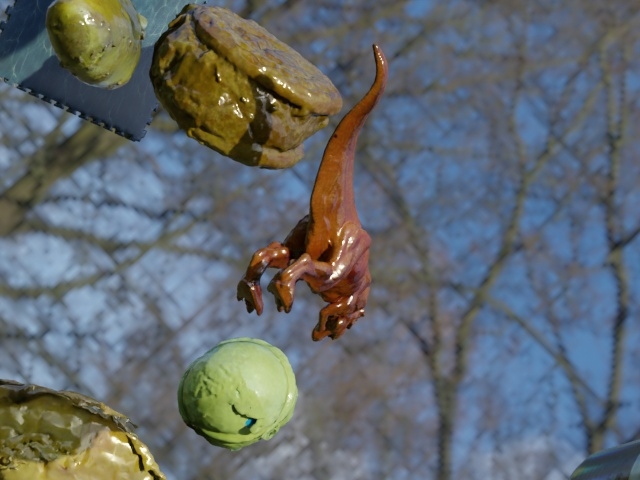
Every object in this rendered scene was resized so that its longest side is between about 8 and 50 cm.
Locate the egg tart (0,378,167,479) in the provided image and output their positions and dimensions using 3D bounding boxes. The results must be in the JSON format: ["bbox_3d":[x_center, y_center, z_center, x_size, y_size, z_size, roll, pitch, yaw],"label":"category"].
[{"bbox_3d":[-0.270,0.267,1.665,0.297,0.297,0.132,51,24,-13],"label":"egg tart"}]

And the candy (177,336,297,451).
[{"bbox_3d":[-0.072,0.155,1.556,0.092,0.093,0.335,27,-16,4],"label":"candy"}]

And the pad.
[{"bbox_3d":[-0.283,-0.291,2.345,0.269,0.270,0.012,22,4,-38],"label":"pad"}]

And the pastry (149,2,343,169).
[{"bbox_3d":[-0.103,-0.189,2.194,0.240,0.132,0.235,19,20,-49],"label":"pastry"}]

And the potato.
[{"bbox_3d":[-0.213,-0.199,1.712,0.188,0.085,0.105,-13,86,-83],"label":"potato"}]

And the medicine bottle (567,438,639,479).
[{"bbox_3d":[0.358,0.277,1.988,0.083,0.121,0.229,38,-27,-10],"label":"medicine bottle"}]

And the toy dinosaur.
[{"bbox_3d":[0.000,0.000,2.043,0.097,0.208,0.432,36,-38,26],"label":"toy dinosaur"}]
